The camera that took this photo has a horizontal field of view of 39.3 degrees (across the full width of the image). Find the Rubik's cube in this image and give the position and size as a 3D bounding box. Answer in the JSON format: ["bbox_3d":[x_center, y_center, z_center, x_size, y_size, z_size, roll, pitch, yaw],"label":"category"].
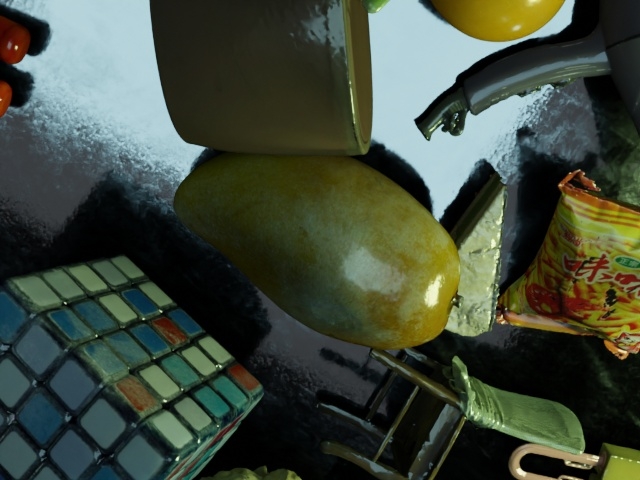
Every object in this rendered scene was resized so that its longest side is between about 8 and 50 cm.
[{"bbox_3d":[-0.295,0.220,1.110,0.293,0.287,0.292,41,104,9],"label":"Rubik's cube"}]

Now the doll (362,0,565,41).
[{"bbox_3d":[0.177,-0.339,1.022,0.236,0.213,0.213,9,108,5],"label":"doll"}]

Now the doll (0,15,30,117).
[{"bbox_3d":[-0.531,-0.266,1.085,0.336,0.105,0.199,23,106,-8],"label":"doll"}]

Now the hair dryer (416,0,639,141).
[{"bbox_3d":[0.299,-0.168,1.120,0.361,0.121,0.301,-12,90,18],"label":"hair dryer"}]

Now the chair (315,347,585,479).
[{"bbox_3d":[0.172,0.254,1.233,0.319,0.160,0.186,27,100,-8],"label":"chair"}]

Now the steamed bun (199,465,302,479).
[{"bbox_3d":[-0.085,0.451,1.306,0.295,0.137,0.292,-28,102,0],"label":"steamed bun"}]

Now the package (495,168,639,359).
[{"bbox_3d":[0.366,0.036,1.160,0.223,0.108,0.288,19,134,-1],"label":"package"}]

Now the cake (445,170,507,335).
[{"bbox_3d":[0.217,0.032,1.194,0.117,0.086,0.220,33,105,-10],"label":"cake"}]

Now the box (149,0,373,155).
[{"bbox_3d":[-0.057,-0.238,1.015,0.216,0.301,0.301,-1,108,7],"label":"box"}]

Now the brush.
[{"bbox_3d":[0.388,0.343,1.318,0.233,0.047,0.103,14,107,-3],"label":"brush"}]

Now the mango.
[{"bbox_3d":[0.000,0.000,1.123,0.384,0.199,0.221,22,133,8],"label":"mango"}]
